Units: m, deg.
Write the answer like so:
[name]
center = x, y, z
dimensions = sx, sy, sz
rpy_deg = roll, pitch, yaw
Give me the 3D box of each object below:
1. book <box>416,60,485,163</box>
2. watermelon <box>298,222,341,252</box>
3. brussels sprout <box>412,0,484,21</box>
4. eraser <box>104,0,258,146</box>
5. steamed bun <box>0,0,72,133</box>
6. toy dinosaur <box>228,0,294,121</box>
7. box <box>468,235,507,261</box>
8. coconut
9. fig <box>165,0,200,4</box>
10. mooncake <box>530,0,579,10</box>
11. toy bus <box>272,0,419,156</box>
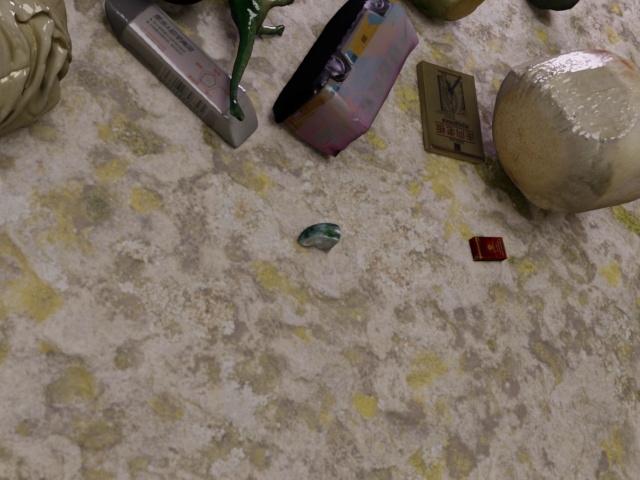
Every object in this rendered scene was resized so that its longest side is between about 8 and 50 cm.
[book]
center = 0.298, -0.295, 1.814
dimensions = 0.161, 0.026, 0.231
rpy_deg = 9, 65, -28
[watermelon]
center = 0.000, 0.000, 1.503
dimensions = 0.085, 0.085, 0.061
rpy_deg = -35, 119, -37
[brussels sprout]
center = 0.296, -0.677, 1.863
dimensions = 0.259, 0.227, 0.294
rpy_deg = -22, 89, -21
[eraser]
center = -0.254, -0.324, 1.472
dimensions = 0.352, 0.061, 0.089
rpy_deg = 44, 55, -7
[steamed bun]
center = -0.496, -0.263, 1.189
dimensions = 0.203, 0.276, 0.289
rpy_deg = 49, 28, -17
[toy dinosaur]
center = -0.169, -0.457, 1.512
dimensions = 0.301, 0.087, 0.447
rpy_deg = -30, 97, -50
[box]
center = 0.365, 0.018, 1.720
dimensions = 0.082, 0.023, 0.052
rpy_deg = 2, 67, -31
[coconut]
center = 0.594, -0.257, 1.781
dimensions = 0.415, 0.344, 0.416
rpy_deg = 11, 65, -23
[fig]
center = -0.283, -0.518, 1.425
dimensions = 0.249, 0.186, 0.204
rpy_deg = -48, 117, -50
[mooncake]
center = 0.623, -0.695, 2.102
dimensions = 0.104, 0.175, 0.169
rpy_deg = -10, 101, -34
[toy bus]
center = 0.067, -0.351, 1.623
dimensions = 0.162, 0.171, 0.386
rpy_deg = 42, 53, -21
